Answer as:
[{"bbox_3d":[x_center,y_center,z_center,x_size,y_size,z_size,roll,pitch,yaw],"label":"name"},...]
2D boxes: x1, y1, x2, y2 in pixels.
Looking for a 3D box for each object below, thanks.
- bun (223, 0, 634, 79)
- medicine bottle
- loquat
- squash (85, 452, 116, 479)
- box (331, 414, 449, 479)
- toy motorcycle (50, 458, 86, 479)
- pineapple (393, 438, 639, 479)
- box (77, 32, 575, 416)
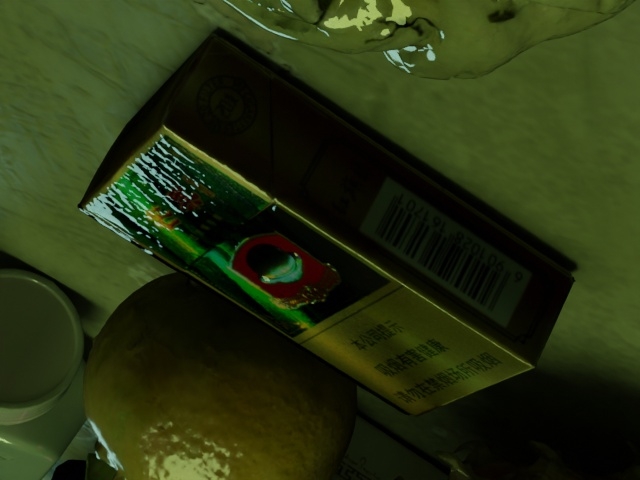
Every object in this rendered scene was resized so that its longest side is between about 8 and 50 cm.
[{"bbox_3d":[0.011,-0.141,0.759,0.237,0.116,0.210,11,150,29],"label":"bun"},{"bbox_3d":[-0.260,0.115,1.524,0.161,0.111,0.296,36,153,-6],"label":"medicine bottle"},{"bbox_3d":[-0.065,0.109,1.231,0.172,0.204,0.149,12,-176,14],"label":"loquat"},{"bbox_3d":[-0.126,0.342,1.313,0.210,0.309,0.233,22,153,12],"label":"squash"},{"bbox_3d":[-0.039,0.206,1.469,0.203,0.116,0.274,35,153,-13],"label":"box"},{"bbox_3d":[-0.213,0.274,1.677,0.125,0.196,0.331,14,178,-11],"label":"toy motorcycle"},{"bbox_3d":[0.096,0.214,1.272,0.344,0.286,0.209,-41,84,25],"label":"pineapple"},{"bbox_3d":[0.000,0.000,1.094,0.240,0.071,0.159,33,157,-11],"label":"box"}]
